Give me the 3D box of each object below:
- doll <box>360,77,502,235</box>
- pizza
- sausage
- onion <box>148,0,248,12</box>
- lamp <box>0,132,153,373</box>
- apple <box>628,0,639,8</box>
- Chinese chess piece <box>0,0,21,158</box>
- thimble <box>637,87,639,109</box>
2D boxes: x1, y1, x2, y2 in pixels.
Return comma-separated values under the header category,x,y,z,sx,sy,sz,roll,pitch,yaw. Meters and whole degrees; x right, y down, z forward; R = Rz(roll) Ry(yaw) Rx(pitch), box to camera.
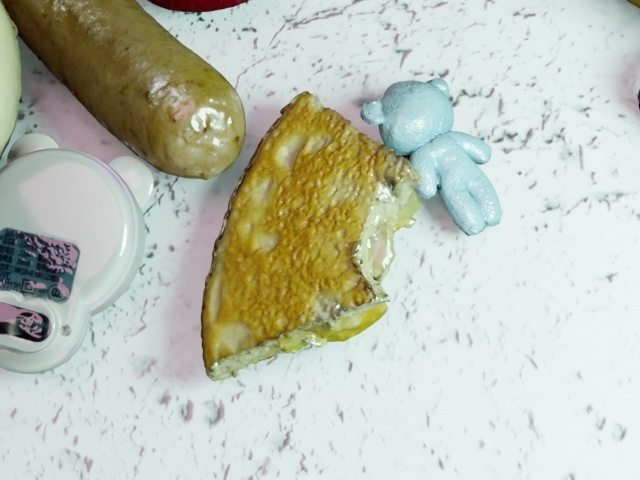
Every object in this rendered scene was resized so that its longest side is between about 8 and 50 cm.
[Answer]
category,x,y,z,sx,sy,sz,roll,pitch,yaw
doll,0.117,-0.083,1.443,0.120,0.075,0.180,-22,83,-40
pizza,0.000,0.000,1.400,0.223,0.089,0.323,5,68,33
sausage,-0.257,-0.236,1.534,0.123,0.136,0.501,-35,64,-20
onion,-0.120,-0.366,1.549,0.248,0.161,0.248,-6,73,18
lamp,-0.274,0.019,1.444,0.179,0.108,0.246,13,78,12
apple,0.382,-0.347,1.402,0.246,0.246,0.226,-8,46,7
Chinese chess piece,-0.478,-0.167,1.498,0.338,0.140,0.338,-5,79,26
thimble,0.373,-0.158,1.408,0.066,0.095,0.104,45,117,33
